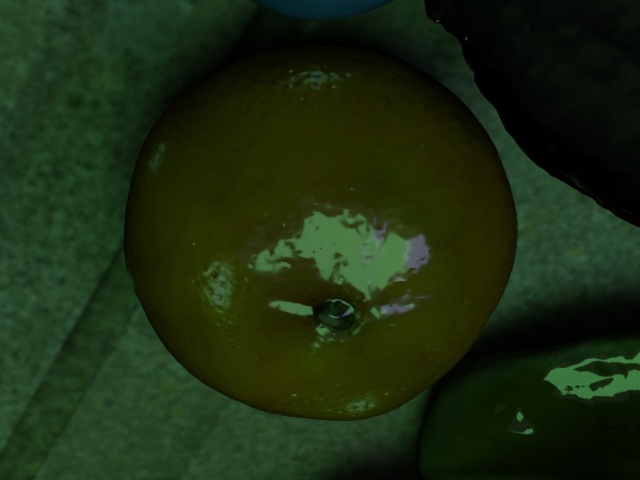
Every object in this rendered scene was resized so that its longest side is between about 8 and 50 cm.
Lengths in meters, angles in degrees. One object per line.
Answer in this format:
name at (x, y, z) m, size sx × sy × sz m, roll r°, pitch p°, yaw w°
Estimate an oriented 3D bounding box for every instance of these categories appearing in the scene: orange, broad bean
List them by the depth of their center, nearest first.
orange at (0.000, 0.000, 0.575) m, size 0.156 × 0.124 × 0.156 m, roll -5°, pitch 124°, yaw -8°
broad bean at (0.154, 0.099, 0.685) m, size 0.206 × 0.072 × 0.153 m, roll 5°, pitch 120°, yaw -10°

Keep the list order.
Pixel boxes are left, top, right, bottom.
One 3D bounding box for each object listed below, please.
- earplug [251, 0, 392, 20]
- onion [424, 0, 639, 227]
earplug at (0.063, -0.177, 0.476) m, size 0.273 × 0.132 × 0.132 m, roll -37°, pitch 119°, yaw 19°
onion at (0.211, -0.068, 0.488) m, size 0.314 × 0.280 × 0.146 m, roll -23°, pitch 136°, yaw 8°
